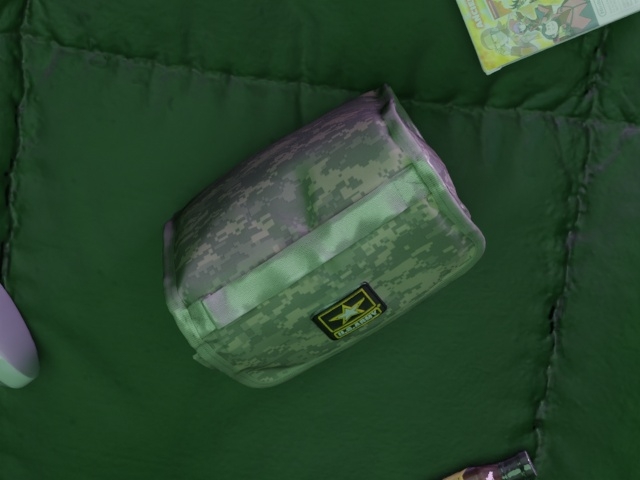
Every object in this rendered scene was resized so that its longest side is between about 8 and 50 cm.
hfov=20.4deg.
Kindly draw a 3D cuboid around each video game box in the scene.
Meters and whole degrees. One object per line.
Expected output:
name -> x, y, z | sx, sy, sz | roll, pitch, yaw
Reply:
video game box -> 0.189, -0.271, 1.517 | 0.187, 0.048, 0.205 | -21, 98, 4

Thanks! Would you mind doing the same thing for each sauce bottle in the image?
sauce bottle -> 0.134, 0.229, 1.611 | 0.128, 0.042, 0.042 | -24, 98, 5

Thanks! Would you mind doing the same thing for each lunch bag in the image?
lunch bag -> 0.000, 0.000, 1.452 | 0.235, 0.287, 0.169 | -31, 97, 6

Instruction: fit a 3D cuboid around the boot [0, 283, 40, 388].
boot -> -0.370, 0.052, 1.585 | 0.123, 0.095, 0.258 | -39, 88, 14
